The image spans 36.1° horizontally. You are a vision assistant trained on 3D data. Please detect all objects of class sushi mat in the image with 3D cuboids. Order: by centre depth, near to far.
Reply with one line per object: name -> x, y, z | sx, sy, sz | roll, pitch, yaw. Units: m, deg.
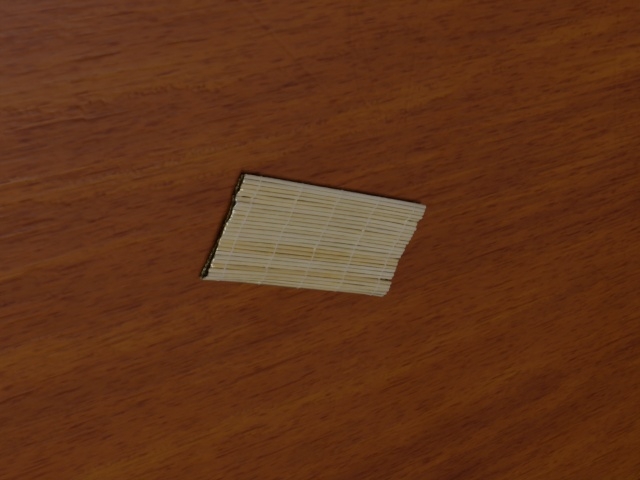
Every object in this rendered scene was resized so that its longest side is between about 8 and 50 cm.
sushi mat -> 0.000, 0.000, 1.303 | 0.317, 0.019, 0.151 | 7, 112, -39
